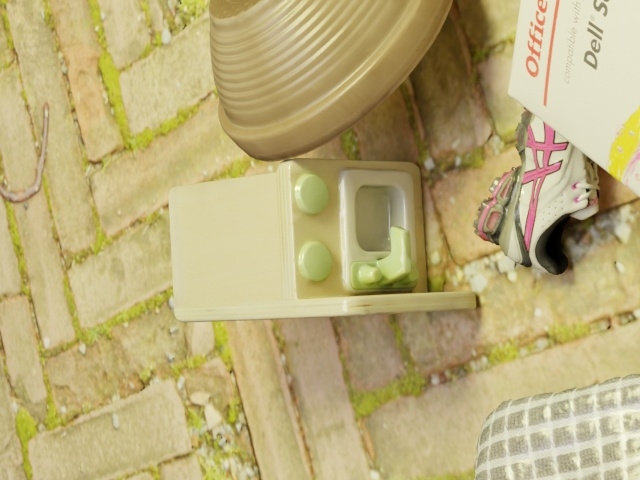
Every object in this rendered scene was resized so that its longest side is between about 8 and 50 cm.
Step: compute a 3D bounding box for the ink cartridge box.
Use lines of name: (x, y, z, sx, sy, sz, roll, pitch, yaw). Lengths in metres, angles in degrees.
ink cartridge box: (0.238, -0.138, 1.050, 0.353, 0.119, 0.207, 44, 145, 38)

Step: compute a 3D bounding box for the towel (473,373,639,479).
towel: (0.229, 0.200, 1.050, 0.283, 0.121, 0.235, -16, 50, 31)

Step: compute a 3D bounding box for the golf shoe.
golf shoe: (0.187, -0.060, 1.253, 0.086, 0.067, 0.186, 35, 128, 22)

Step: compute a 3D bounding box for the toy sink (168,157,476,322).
toy sink: (0.000, 0.000, 1.399, 0.234, 0.152, 0.131, -5, 88, 50)

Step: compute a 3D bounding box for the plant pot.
plant pot: (-0.014, -0.189, 1.347, 0.237, 0.110, 0.237, -33, 33, 24)
